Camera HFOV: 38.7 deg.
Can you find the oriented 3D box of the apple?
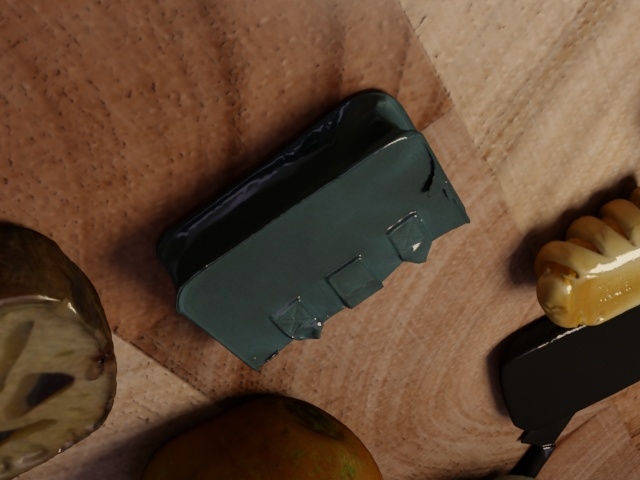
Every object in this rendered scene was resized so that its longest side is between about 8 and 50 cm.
[{"bbox_3d":[-0.060,0.261,0.867,0.237,0.207,0.237,-34,155,-19],"label":"apple"}]

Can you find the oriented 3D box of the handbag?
[{"bbox_3d":[0.000,0.000,0.737,0.229,0.062,0.179,-36,142,4],"label":"handbag"}]

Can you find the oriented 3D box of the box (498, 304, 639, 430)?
[{"bbox_3d":[0.308,0.140,1.072,0.213,0.042,0.201,-27,138,-5],"label":"box"}]

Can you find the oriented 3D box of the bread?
[{"bbox_3d":[0.292,0.015,0.908,0.177,0.084,0.119,-26,137,-6],"label":"bread"}]

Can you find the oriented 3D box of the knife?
[{"bbox_3d":[0.296,0.245,1.186,0.060,0.028,0.230,8,123,-27],"label":"knife"}]

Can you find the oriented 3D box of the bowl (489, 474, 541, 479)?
[{"bbox_3d":[0.257,0.409,1.176,0.157,0.337,0.337,-56,155,-39],"label":"bowl"}]

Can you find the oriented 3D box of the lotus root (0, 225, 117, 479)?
[{"bbox_3d":[-0.237,0.105,0.684,0.170,0.074,0.260,-6,134,-31],"label":"lotus root"}]
